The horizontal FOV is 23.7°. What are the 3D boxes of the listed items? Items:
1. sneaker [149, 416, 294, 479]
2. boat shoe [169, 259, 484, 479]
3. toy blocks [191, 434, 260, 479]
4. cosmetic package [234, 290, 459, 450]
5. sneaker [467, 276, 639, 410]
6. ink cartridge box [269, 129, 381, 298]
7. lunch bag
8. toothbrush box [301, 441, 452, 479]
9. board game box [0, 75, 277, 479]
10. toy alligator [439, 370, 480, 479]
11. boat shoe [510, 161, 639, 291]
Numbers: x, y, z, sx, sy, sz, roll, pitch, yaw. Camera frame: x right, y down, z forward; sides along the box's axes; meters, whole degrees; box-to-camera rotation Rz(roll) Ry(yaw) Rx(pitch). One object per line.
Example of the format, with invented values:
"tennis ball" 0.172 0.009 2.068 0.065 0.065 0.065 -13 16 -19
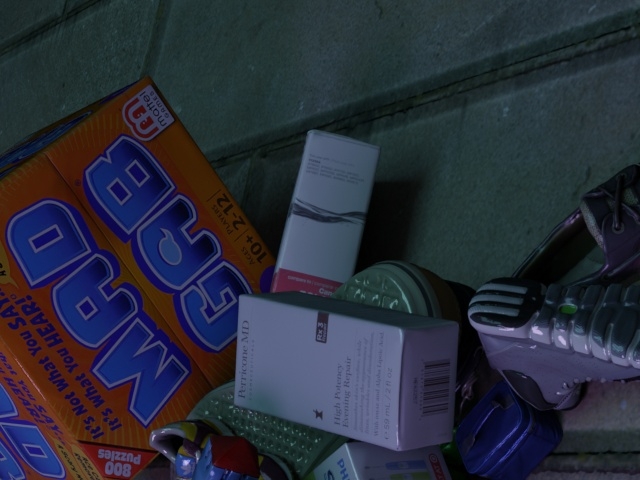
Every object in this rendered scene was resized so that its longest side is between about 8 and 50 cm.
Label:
"sneaker" -0.105 0.242 1.593 0.185 0.084 0.069 23 108 48
"boat shoe" 0.001 0.192 1.651 0.500 0.156 0.187 -46 58 37
"toy blocks" -0.089 0.355 1.365 0.381 0.191 0.261 -100 32 -60
"cosmetic package" 0.020 0.119 1.452 0.231 0.085 0.117 7 96 45
"sneaker" 0.252 0.108 1.391 0.229 0.132 0.086 11 48 28
"ink cartridge box" 0.000 0.000 1.780 0.158 0.092 0.218 110 171 -76
"lunch bag" 0.179 0.183 1.465 0.098 0.065 0.067 -54 34 24
"toothbrush box" 0.025 0.350 1.491 0.283 0.122 0.206 -48 52 41
"board game box" -0.315 0.069 1.900 0.356 0.356 0.356 -43 16 -33
"toy alligator" 0.129 0.224 1.538 0.051 0.056 0.189 32 100 17
"boat shoe" 0.276 -0.009 1.403 0.285 0.092 0.103 -48 36 31
